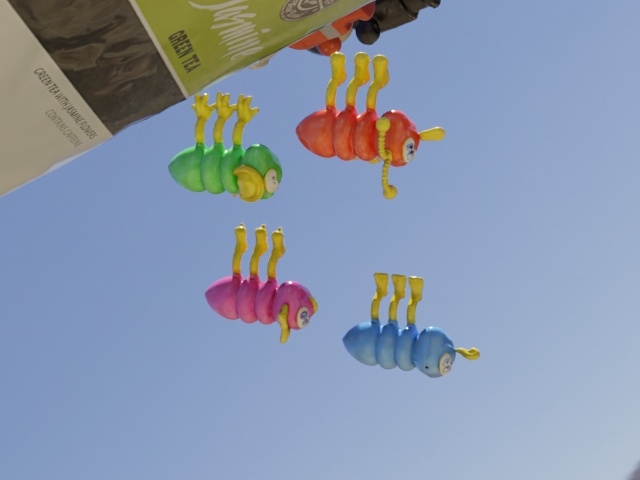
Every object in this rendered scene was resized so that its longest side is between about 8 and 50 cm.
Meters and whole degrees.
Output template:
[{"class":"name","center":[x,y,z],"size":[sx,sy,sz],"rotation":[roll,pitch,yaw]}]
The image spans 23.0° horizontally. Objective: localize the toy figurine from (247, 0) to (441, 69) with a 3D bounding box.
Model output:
[{"class":"toy figurine","center":[-0.015,-0.260,1.367],"size":[0.148,0.209,0.213],"rotation":[-17,4,33]}]

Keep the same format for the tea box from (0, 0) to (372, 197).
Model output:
[{"class":"tea box","center":[-0.077,-0.208,0.537],"size":[0.324,0.220,0.329],"rotation":[-27,-15,-2]}]

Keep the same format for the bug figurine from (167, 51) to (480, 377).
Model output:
[{"class":"bug figurine","center":[0.000,0.000,1.157],"size":[0.072,0.216,0.279],"rotation":[-58,-36,-47]}]
